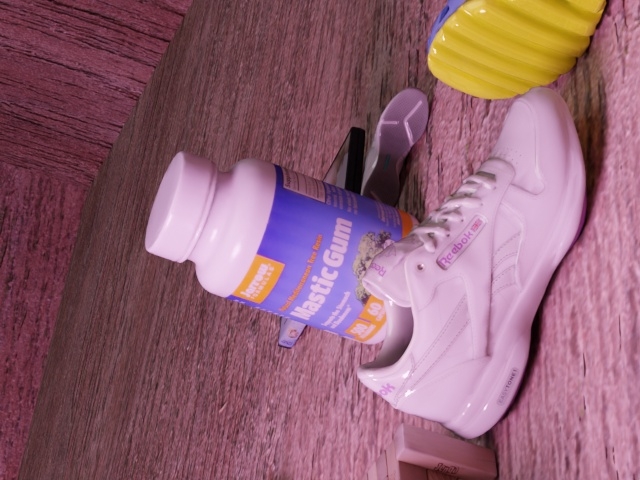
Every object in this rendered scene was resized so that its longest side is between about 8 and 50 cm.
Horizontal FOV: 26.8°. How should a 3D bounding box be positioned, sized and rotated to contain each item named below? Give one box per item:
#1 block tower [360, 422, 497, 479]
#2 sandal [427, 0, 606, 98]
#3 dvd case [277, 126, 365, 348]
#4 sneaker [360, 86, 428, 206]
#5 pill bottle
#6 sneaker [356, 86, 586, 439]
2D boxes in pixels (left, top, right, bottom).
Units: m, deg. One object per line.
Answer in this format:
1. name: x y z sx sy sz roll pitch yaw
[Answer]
1. block tower: 0.036 0.306 1.181 0.097 0.090 0.335 -94 28 -49
2. sandal: 0.211 -0.252 1.208 0.317 0.126 0.138 -43 28 40
3. dvd case: 0.000 0.000 1.679 0.253 0.022 0.180 120 161 -52
4. sneaker: 0.078 -0.109 1.551 0.061 0.053 0.152 -118 49 -72
5. pill bottle: -0.041 0.002 1.426 0.152 0.272 0.152 -161 90 -73
6. sneaker: 0.126 0.006 1.121 0.114 0.152 0.305 177 112 -74
